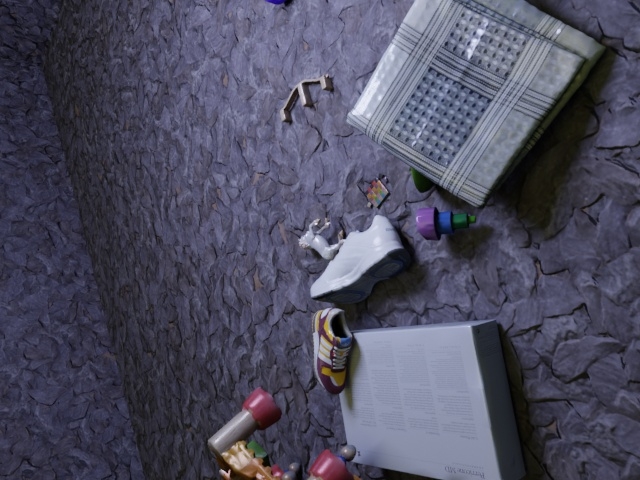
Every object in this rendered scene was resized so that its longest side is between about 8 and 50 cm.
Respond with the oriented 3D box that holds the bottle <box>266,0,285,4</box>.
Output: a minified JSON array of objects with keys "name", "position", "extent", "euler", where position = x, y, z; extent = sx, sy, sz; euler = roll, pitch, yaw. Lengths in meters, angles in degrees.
[{"name":"bottle","position":[-0.057,-0.710,1.228],"extent":[0.283,0.092,0.118],"euler":[-31,69,44]}]

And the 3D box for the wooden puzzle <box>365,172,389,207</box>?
[{"name":"wooden puzzle","position":[0.127,-0.108,1.137],"extent":[0.083,0.006,0.049],"euler":[-53,56,35]}]

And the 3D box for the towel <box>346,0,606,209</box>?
[{"name":"towel","position":[0.242,-0.264,0.858],"extent":[0.312,0.056,0.324],"euler":[39,104,22]}]

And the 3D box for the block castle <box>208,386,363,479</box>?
[{"name":"block castle","position":[-0.060,0.570,1.165],"extent":[0.303,0.213,0.453],"euler":[31,141,33]}]

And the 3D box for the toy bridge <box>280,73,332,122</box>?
[{"name":"toy bridge","position":[-0.040,-0.370,1.284],"extent":[0.188,0.026,0.063],"euler":[-26,73,45]}]

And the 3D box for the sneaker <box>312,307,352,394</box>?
[{"name":"sneaker","position":[0.031,0.238,1.086],"extent":[0.084,0.070,0.185],"euler":[-19,79,53]}]

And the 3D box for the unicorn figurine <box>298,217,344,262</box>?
[{"name":"unicorn figurine","position":[0.000,0.000,1.243],"extent":[0.162,0.060,0.111],"euler":[51,126,32]}]

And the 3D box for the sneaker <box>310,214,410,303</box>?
[{"name":"sneaker","position":[0.081,0.055,1.150],"extent":[0.297,0.111,0.129],"euler":[-37,51,38]}]

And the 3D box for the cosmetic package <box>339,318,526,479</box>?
[{"name":"cosmetic package","position":[0.195,0.318,1.029],"extent":[0.377,0.097,0.284],"euler":[-15,79,47]}]

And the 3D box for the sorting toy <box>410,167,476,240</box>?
[{"name":"sorting toy","position":[0.238,-0.184,0.959],"extent":[0.126,0.127,0.365],"euler":[-6,86,25]}]
